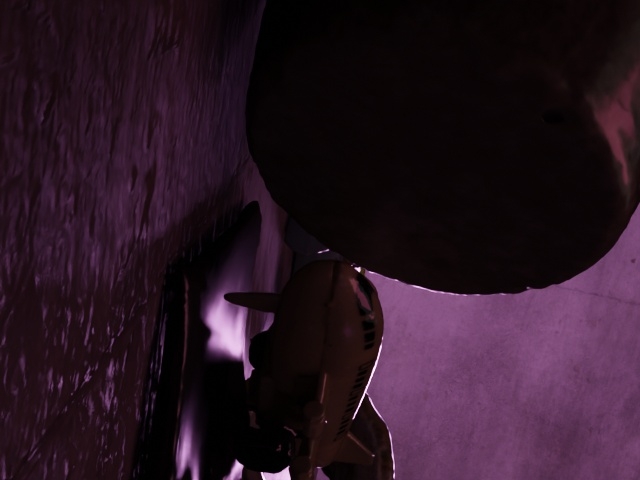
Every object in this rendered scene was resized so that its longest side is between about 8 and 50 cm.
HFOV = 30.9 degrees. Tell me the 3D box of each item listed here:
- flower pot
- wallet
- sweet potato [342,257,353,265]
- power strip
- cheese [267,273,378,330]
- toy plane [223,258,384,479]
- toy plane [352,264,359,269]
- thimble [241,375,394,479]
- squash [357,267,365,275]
[{"bbox_3d":[0.101,-0.158,0.710,0.294,0.293,0.330,96,14,-55],"label":"flower pot"},{"bbox_3d":[-0.076,0.148,0.721,0.247,0.041,0.323,-66,162,-78],"label":"wallet"},{"bbox_3d":[0.032,-0.034,1.409,0.081,0.062,0.233,-19,-136,42],"label":"sweet potato"},{"bbox_3d":[0.000,0.000,1.226,0.253,0.054,0.168,92,12,-63],"label":"power strip"},{"bbox_3d":[-0.005,0.112,1.199,0.127,0.054,0.251,-34,166,-16],"label":"cheese"},{"bbox_3d":[-0.007,0.086,0.705,0.244,0.092,0.229,85,12,-53],"label":"toy plane"},{"bbox_3d":[0.019,0.033,1.528,0.130,0.061,0.189,-48,180,14],"label":"toy plane"},{"bbox_3d":[-0.014,0.203,0.917,0.143,0.137,0.190,104,-23,-53],"label":"thimble"},{"bbox_3d":[0.044,0.017,1.830,0.229,0.066,0.066,95,8,-58],"label":"squash"}]
